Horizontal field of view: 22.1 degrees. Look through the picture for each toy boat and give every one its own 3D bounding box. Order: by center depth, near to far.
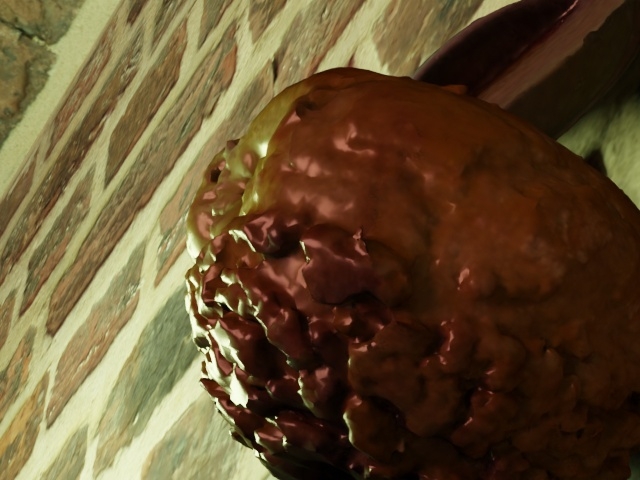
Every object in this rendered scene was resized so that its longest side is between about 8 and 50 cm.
[{"bbox_3d":[0.153,-0.113,1.163,0.276,0.111,0.293,-42,9,-22],"label":"toy boat"}]

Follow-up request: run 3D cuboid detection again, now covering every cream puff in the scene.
[{"bbox_3d":[0.046,0.052,0.996,0.343,0.327,0.231,12,70,35],"label":"cream puff"}]
